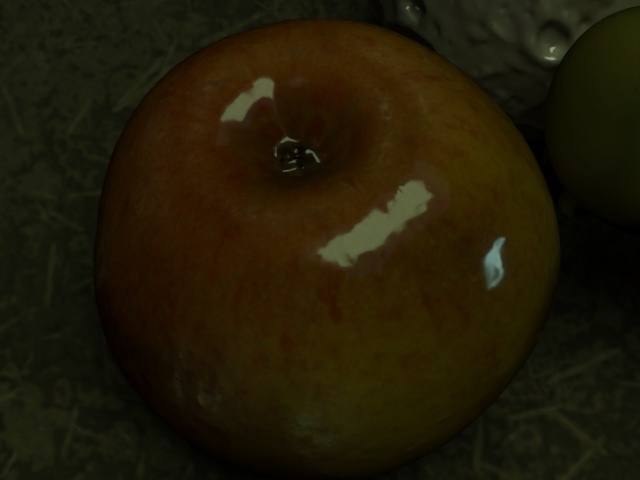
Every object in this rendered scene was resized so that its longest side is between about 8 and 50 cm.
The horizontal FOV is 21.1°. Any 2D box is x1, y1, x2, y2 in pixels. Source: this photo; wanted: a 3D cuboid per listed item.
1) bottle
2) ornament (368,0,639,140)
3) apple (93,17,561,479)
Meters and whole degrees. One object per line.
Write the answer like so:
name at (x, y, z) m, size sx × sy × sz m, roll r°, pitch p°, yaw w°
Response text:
bottle at (0.297, -0.044, 1.088) m, size 0.351 × 0.171 × 0.171 m, roll 16°, pitch 59°, yaw -31°
ornament at (0.147, -0.191, 1.178) m, size 0.225 × 0.259 × 0.259 m, roll -42°, pitch 74°, yaw -14°
apple at (0.000, 0.000, 1.069) m, size 0.299 × 0.275 × 0.299 m, roll 0°, pitch 65°, yaw 1°
